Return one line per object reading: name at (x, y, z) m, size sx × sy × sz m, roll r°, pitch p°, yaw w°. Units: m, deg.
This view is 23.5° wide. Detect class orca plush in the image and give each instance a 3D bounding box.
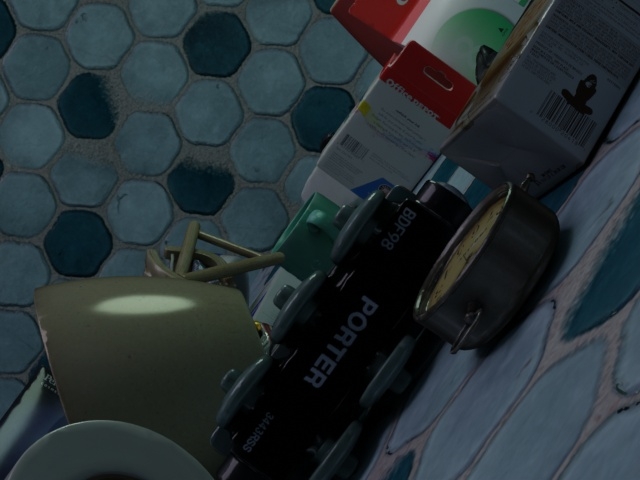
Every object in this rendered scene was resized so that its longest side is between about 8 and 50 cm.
orca plush at (0.083, -0.127, 2.434) m, size 0.102 × 0.151 × 0.287 m, roll -18°, pitch -25°, yaw -39°

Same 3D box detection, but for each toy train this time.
toy train at (0.022, 0.092, 1.389) m, size 0.334 × 0.142 × 0.190 m, roll -55°, pitch -5°, yaw -3°

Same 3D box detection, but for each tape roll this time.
tape roll at (-0.218, 0.318, 1.479) m, size 0.169 × 0.246 × 0.246 m, roll -50°, pitch 7°, yaw 43°

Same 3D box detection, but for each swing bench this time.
swing bench at (-0.186, 0.137, 2.182) m, size 0.255 × 0.165 × 0.253 m, roll -39°, pitch -34°, yaw -68°

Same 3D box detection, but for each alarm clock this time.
alarm clock at (0.125, 0.031, 1.164) m, size 0.129 × 0.064 × 0.192 m, roll -52°, pitch 4°, yaw 31°

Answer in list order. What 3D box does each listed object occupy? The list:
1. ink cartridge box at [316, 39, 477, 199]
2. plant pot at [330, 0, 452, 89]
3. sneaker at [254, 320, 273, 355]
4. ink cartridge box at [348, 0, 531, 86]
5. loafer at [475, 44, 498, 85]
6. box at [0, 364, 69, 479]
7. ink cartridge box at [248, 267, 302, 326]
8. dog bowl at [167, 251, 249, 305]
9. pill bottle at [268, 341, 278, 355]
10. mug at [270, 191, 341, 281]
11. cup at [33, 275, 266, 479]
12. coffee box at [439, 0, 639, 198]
ink cartridge box at (0.115, -0.165, 2.170) m, size 0.231 × 0.134 × 0.078 m, roll -52°, pitch 5°, yaw 22°
plant pot at (0.166, -0.353, 2.303) m, size 0.275 × 0.243 × 0.275 m, roll -54°, pitch 6°, yaw 8°
sneaker at (-0.101, 0.195, 2.061) m, size 0.088 × 0.093 × 0.225 m, roll -51°, pitch 7°, yaw 38°
ink cartridge box at (0.180, -0.337, 2.158) m, size 0.181 × 0.225 × 0.056 m, roll -56°, pitch -3°, yaw -4°
loafer at (0.214, -0.203, 1.915) m, size 0.061 × 0.062 × 0.170 m, roll -59°, pitch 3°, yaw 10°
box at (-0.391, 0.397, 2.295) m, size 0.182 × 0.296 × 0.294 m, roll -51°, pitch 6°, yaw 43°
ink cartridge box at (-0.126, 0.190, 2.516) m, size 0.165 × 0.065 × 0.332 m, roll -52°, pitch 5°, yaw 33°
dog bowl at (-0.209, 0.151, 2.669) m, size 0.265 × 0.104 × 0.264 m, roll 9°, pitch -90°, yaw -78°
pill bottle at (-0.028, 0.143, 1.865) m, size 0.067 × 0.067 × 0.120 m, roll -55°, pitch 5°, yaw 1°
mug at (-0.005, 0.006, 2.383) m, size 0.129 × 0.097 × 0.158 m, roll -53°, pitch 6°, yaw 15°
cup at (-0.180, 0.177, 1.866) m, size 0.237 × 0.331 × 0.331 m, roll -18°, pitch 2°, yaw -6°
coffee box at (0.221, -0.167, 1.355) m, size 0.246 × 0.098 × 0.141 m, roll -57°, pitch 6°, yaw -22°
